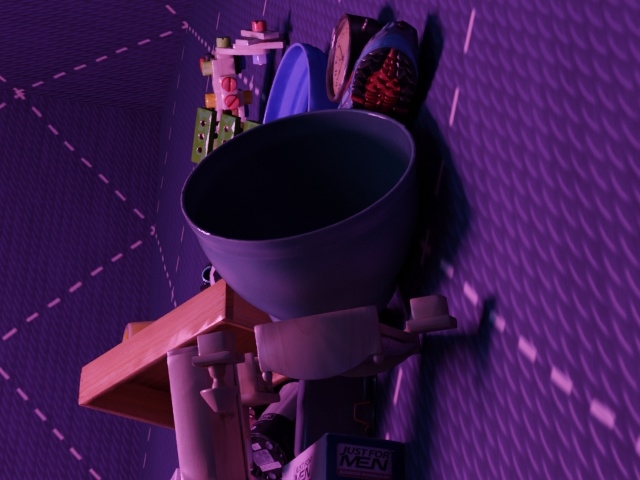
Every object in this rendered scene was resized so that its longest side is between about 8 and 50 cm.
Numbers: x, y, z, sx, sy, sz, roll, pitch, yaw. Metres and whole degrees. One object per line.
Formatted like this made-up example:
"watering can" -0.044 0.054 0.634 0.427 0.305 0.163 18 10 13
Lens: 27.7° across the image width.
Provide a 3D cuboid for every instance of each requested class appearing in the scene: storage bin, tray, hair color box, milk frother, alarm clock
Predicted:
"storage bin" 0.018 0.232 1.694 0.098 0.091 0.135 132 143 -66
"tray" -0.179 0.183 1.986 0.411 0.203 0.076 -31 49 44
"hair color box" 0.022 0.420 1.531 0.174 0.105 0.347 131 144 -59
"milk frother" -0.026 0.298 1.851 0.135 0.129 0.143 -46 -54 -50
"alarm clock" 0.047 -0.264 1.907 0.192 0.064 0.129 -164 81 -74

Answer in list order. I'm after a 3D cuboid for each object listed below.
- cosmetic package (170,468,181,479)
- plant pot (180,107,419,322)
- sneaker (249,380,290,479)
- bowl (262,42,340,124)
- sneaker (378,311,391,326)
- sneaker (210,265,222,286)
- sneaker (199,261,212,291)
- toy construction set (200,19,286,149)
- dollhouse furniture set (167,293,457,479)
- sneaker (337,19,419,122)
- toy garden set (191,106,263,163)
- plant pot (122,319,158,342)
"cosmetic package" -0.234 0.573 2.402 0.365 0.155 0.197 118 159 -57
"plant pot" -0.007 -0.007 1.618 0.293 0.293 0.196 -104 -1 -57
"sneaker" -0.073 0.280 2.064 0.162 0.106 0.281 157 112 -66
"bowl" -0.034 -0.128 2.136 0.391 0.077 0.391 -172 90 -76
"sneaker" 0.024 0.123 1.709 0.221 0.083 0.087 21 113 59
"sneaker" -0.133 0.003 2.136 0.217 0.079 0.121 -95 17 -46
"sneaker" -0.194 0.084 2.612 0.267 0.106 0.101 117 156 -57
"toy construction set" -0.170 -0.288 2.613 0.215 0.151 0.328 -129 48 -71
"dollhouse furniture set" 0.019 0.189 1.507 0.303 0.355 0.174 23 -122 -70
"sneaker" 0.076 -0.183 1.735 0.262 0.104 0.125 119 173 -46
"toy garden set" -0.148 -0.132 2.465 0.244 0.049 0.204 20 107 40
"plant pot" -0.272 0.256 2.552 0.254 0.239 0.254 -173 90 -77
